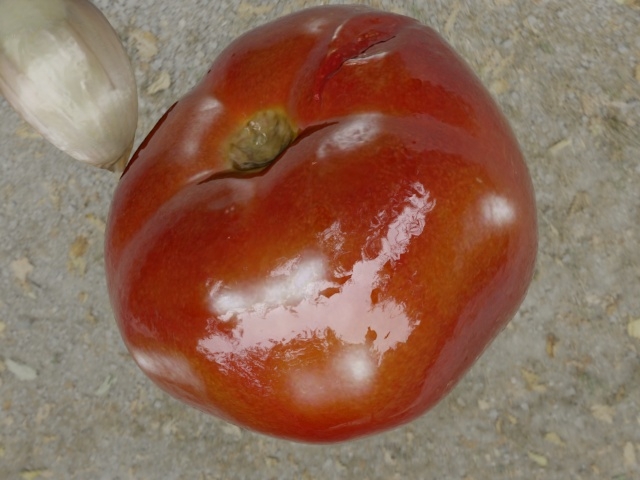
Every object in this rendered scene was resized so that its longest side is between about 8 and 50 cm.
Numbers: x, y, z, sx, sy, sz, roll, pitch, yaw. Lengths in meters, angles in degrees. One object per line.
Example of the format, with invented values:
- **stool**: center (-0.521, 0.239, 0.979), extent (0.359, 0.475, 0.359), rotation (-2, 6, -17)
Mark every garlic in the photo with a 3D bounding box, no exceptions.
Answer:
- **garlic**: center (-0.252, -0.154, 0.854), extent (0.128, 0.115, 0.206), rotation (-23, 103, 34)

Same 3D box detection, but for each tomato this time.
- **tomato**: center (0.000, 0.000, 0.587), extent (0.299, 0.298, 0.226), rotation (-25, 139, 14)
